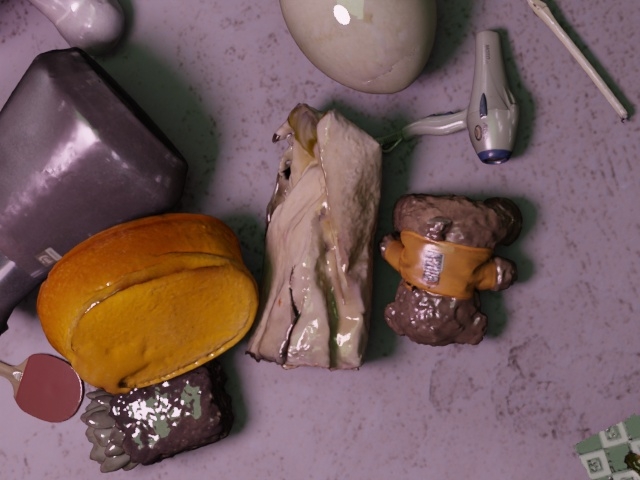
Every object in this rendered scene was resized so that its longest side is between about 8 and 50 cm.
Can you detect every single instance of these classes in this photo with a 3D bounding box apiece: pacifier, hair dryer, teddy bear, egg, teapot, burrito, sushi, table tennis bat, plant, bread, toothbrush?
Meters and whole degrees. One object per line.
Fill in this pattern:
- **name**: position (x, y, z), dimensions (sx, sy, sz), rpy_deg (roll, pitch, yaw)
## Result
- **pacifier**: position (-0.389, -0.350, 1.973), dimensions (0.273, 0.220, 0.332), rpy_deg (26, 71, 14)
- **hair dryer**: position (0.160, -0.182, 1.918), dimensions (0.199, 0.067, 0.167), rpy_deg (7, 80, 29)
- **teddy bear**: position (0.151, 0.036, 1.861), dimensions (0.177, 0.140, 0.190), rpy_deg (8, 98, 12)
- **egg**: position (0.046, -0.296, 1.871), dimensions (0.187, 0.186, 0.253), rpy_deg (-28, 84, 12)
- **teapot**: position (-0.368, -0.063, 1.898), dimensions (0.344, 0.300, 0.253), rpy_deg (-44, 42, 1)
- **burrito**: position (0.002, 0.000, 1.891), dimensions (0.135, 0.190, 0.331), rpy_deg (8, 91, -15)
- **sushi**: position (0.406, 0.299, 1.829), dimensions (0.139, 0.031, 0.201), rpy_deg (-26, 84, 12)
- **table tennis bat**: position (-0.389, 0.189, 2.053), dimensions (0.156, 0.013, 0.087), rpy_deg (19, 94, 13)
- **plant**: position (-0.215, 0.218, 1.943), dimensions (0.195, 0.132, 0.129), rpy_deg (-17, 84, 8)
- **bread**: position (-0.208, 0.071, 1.863), dimensions (0.270, 0.195, 0.142), rpy_deg (-18, 40, -19)
- **toothbrush**: position (0.292, -0.266, 1.889), dimensions (0.028, 0.026, 0.294), rpy_deg (-30, 80, -4)
